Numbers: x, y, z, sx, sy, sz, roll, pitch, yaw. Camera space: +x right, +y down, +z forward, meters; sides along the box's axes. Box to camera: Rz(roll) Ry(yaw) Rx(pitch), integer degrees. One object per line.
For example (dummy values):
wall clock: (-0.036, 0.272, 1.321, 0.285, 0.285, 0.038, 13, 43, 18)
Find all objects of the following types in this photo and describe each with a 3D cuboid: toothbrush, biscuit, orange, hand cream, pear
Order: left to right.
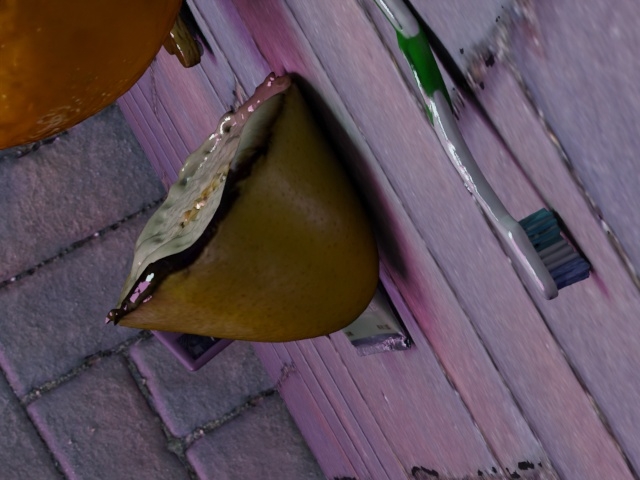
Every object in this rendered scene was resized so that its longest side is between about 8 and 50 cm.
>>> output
orange: (-0.253, -0.244, 1.352, 0.293, 0.340, 0.340, -26, 93, 41)
biscuit: (-0.174, -0.274, 1.799, 0.205, 0.031, 0.138, 64, 172, -24)
pear: (-0.037, 0.003, 1.415, 0.178, 0.267, 0.267, 32, 178, -11)
hand cream: (0.000, 0.000, 1.559, 0.086, 0.055, 0.235, -12, 109, 59)
toothbrush: (0.050, -0.094, 0.943, 0.304, 0.030, 0.030, 58, 172, 24)

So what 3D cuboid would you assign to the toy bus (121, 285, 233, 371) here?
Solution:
toy bus: (-0.078, 0.022, 1.638, 0.108, 0.199, 0.096, 52, 177, -25)
